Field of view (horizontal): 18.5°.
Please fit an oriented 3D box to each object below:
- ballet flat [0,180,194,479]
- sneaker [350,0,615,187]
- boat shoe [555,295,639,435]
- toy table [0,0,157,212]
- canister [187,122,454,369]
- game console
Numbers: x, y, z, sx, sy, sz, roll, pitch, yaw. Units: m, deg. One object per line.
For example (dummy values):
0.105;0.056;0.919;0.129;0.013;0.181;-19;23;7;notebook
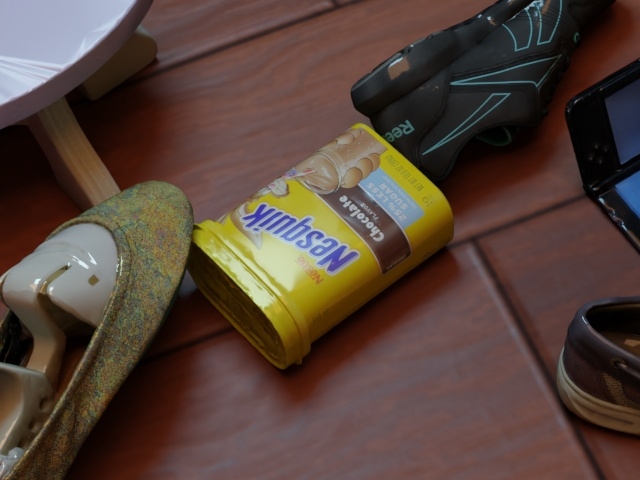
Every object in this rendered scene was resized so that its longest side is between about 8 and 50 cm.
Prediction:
-0.199;0.086;1.360;0.123;0.123;0.348;22;71;17;ballet flat
0.146;-0.137;1.552;0.267;0.101;0.106;-32;90;-24;sneaker
0.309;0.093;1.373;0.285;0.092;0.103;8;58;9;boat shoe
-0.236;-0.131;1.515;0.274;0.161;0.252;-26;59;-13;toy table
0.000;0.000;1.467;0.170;0.073;0.126;-36;60;-20;canister
0.275;-0.075;1.495;0.144;0.124;0.085;-30;33;-16;game console
